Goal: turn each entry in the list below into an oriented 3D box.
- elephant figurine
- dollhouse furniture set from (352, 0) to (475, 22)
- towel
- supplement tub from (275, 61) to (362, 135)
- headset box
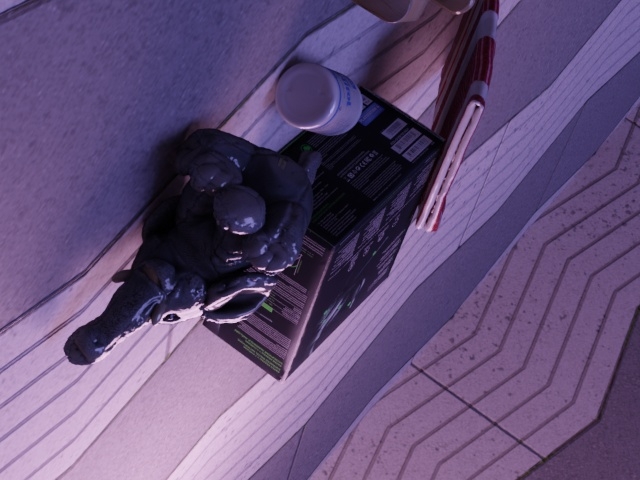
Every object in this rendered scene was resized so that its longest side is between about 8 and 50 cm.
[{"bbox_3d":[-0.123,0.015,1.483,0.239,0.186,0.169,-51,-147,30],"label":"elephant figurine"},{"bbox_3d":[0.160,-0.320,1.544,0.242,0.161,0.212,-60,165,21],"label":"dollhouse furniture set"},{"bbox_3d":[0.183,-0.195,1.886,0.237,0.037,0.329,109,-4,-46],"label":"towel"},{"bbox_3d":[-0.001,-0.149,1.599,0.071,0.071,0.107,-57,166,10],"label":"supplement tub"},{"bbox_3d":[0.000,0.000,1.816,0.246,0.131,0.283,-43,162,-39],"label":"headset box"}]
